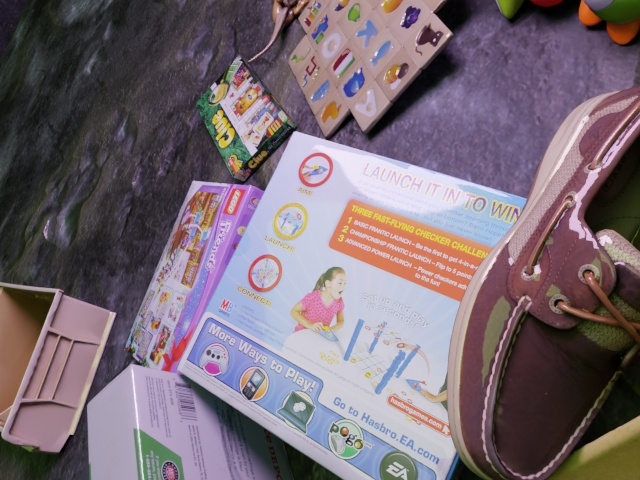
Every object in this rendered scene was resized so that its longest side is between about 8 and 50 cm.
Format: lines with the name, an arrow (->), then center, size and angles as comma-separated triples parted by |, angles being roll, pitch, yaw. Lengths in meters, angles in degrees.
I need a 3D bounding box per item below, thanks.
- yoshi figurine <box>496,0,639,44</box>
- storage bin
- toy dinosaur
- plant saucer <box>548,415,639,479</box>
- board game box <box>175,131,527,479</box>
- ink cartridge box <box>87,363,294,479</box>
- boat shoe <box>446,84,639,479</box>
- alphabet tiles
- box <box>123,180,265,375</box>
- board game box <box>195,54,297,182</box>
yoshi figurine -> 0.291, -0.363, 0.559 | 0.203, 0.203, 0.362 | -44, 50, 4
storage bin -> -0.537, 0.225, 0.972 | 0.262, 0.123, 0.261 | 0, 68, 39
toy dinosaur -> -0.069, -0.417, 0.978 | 0.112, 0.064, 0.212 | -38, 37, 42
plant saucer -> 0.312, 0.216, 0.247 | 0.333, 0.080, 0.333 | -58, 38, 40
board game box -> 0.043, 0.069, 0.555 | 0.308, 0.086, 0.302 | 23, 83, 29
ink cartridge box -> -0.137, 0.239, 0.581 | 0.087, 0.208, 0.153 | -41, 48, 20
boat shoe -> 0.204, 0.028, 0.395 | 0.342, 0.123, 0.123 | -62, 7, -8
alphabet tiles -> 0.065, -0.328, 0.806 | 0.285, 0.011, 0.343 | -46, 46, 27
box -> -0.182, 0.057, 0.784 | 0.200, 0.057, 0.294 | 12, 79, 53
board game box -> -0.143, -0.227, 0.951 | 0.136, 0.030, 0.260 | -46, 47, 14
